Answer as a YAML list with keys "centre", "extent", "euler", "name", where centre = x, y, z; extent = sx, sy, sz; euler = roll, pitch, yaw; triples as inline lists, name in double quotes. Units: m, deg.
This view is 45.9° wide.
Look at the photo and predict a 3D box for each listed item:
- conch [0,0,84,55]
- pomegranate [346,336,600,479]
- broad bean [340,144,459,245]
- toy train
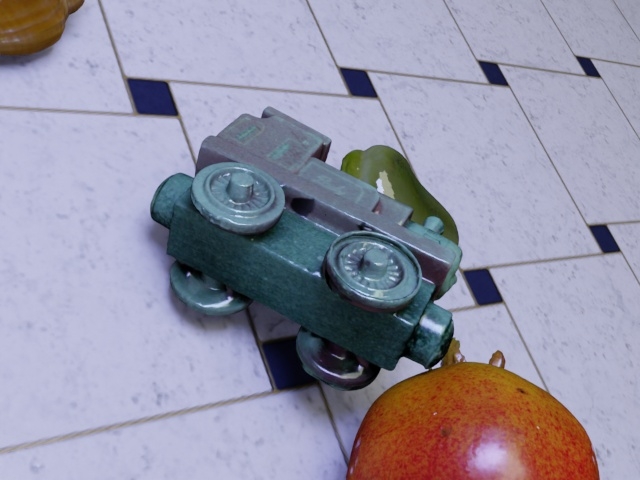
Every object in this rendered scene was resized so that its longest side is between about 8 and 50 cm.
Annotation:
- centre: [-0.332, -0.212, 0.703]
  extent: [0.330, 0.093, 0.109]
  euler: [-41, 105, -43]
  name: "conch"
- centre: [0.133, 0.202, 0.670]
  extent: [0.221, 0.221, 0.256]
  euler: [27, 40, -18]
  name: "pomegranate"
- centre: [0.092, -0.038, 0.898]
  extent: [0.174, 0.082, 0.124]
  euler: [47, 42, 3]
  name: "broad bean"
- centre: [0.000, 0.000, 0.724]
  extent: [0.304, 0.150, 0.221]
  euler: [28, 40, 9]
  name: "toy train"
